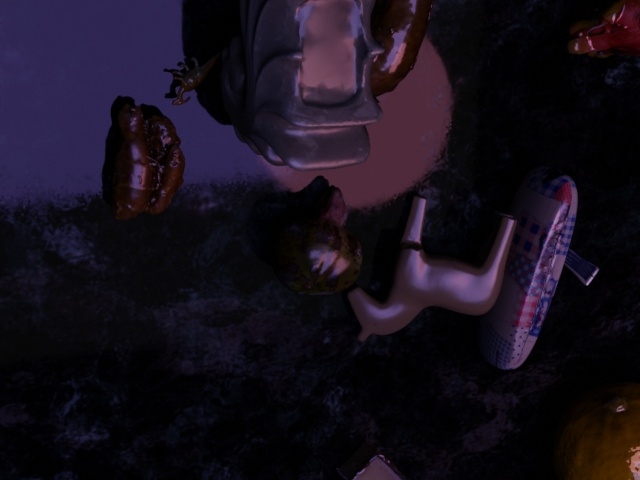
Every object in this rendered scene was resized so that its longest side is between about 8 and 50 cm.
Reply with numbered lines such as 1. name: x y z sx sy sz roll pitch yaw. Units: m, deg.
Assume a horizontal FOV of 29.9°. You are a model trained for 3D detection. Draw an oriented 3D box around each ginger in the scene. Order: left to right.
1. ginger: -0.232 -0.105 1.639 0.103 0.073 0.162 0 107 -22
2. ginger: 0.093 -0.322 1.672 0.133 0.107 0.309 -2 113 -35

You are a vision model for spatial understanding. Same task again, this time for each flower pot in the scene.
1. flower pot: -0.031 -0.284 1.548 0.165 0.254 0.367 -8 112 -25

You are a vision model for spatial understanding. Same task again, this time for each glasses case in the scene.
1. glasses case: 0.321 0.044 1.875 0.076 0.125 0.327 9 105 -23

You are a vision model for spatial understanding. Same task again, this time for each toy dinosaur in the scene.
1. toy dinosaur: -0.173 -0.234 1.644 0.041 0.026 0.113 42 78 -27

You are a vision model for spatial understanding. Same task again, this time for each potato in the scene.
1. potato: 0.091 0.392 1.947 0.086 0.061 0.122 -42 119 -3

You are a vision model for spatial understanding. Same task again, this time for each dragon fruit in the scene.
1. dragon fruit: 0.466 -0.334 1.803 0.208 0.133 0.150 -23 89 5

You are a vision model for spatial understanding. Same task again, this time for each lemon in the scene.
1. lemon: 0.515 0.378 2.001 0.245 0.245 0.320 -27 123 -10

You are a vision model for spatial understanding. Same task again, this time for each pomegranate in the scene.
1. pomegranate: 0.001 0.004 1.739 0.138 0.125 0.163 21 99 -13

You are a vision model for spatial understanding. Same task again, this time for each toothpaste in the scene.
1. toothpaste: 0.405 0.027 1.960 0.140 0.021 0.037 36 92 -29

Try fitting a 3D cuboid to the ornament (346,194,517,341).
1. ornament: 0.164 0.056 1.845 0.230 0.061 0.245 12 101 -7
